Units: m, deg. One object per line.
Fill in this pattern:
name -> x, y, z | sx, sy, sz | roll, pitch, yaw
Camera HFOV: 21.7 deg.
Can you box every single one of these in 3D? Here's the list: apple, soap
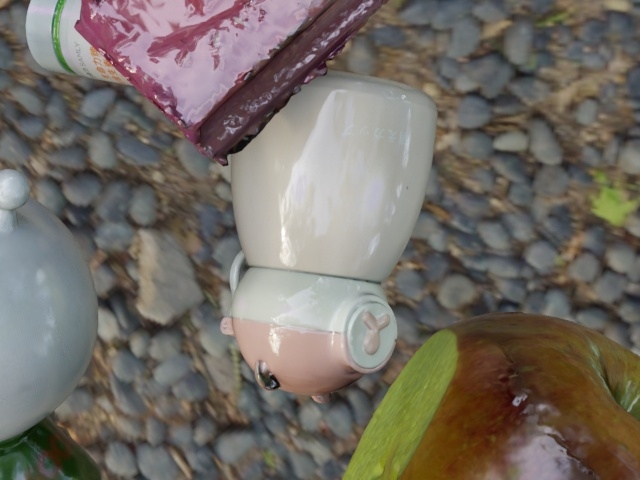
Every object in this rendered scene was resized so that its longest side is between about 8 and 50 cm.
apple -> 0.170, 0.251, 1.409 | 0.374, 0.384, 0.374 | 1, 93, 27
soap -> -0.032, -0.212, 1.113 | 0.289, 0.112, 0.182 | -44, 77, -3

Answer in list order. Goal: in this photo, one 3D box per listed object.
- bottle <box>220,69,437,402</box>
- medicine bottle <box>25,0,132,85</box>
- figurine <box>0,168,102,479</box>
bottle -> 0.000, 0.000, 1.220 | 0.148, 0.147, 0.236 | 8, 87, -14
medicine bottle -> -0.146, -0.168, 1.374 | 0.183, 0.086, 0.086 | 12, 95, 30
figurine -> -0.230, 0.115, 1.172 | 0.167, 0.281, 0.370 | 3, 119, 18
